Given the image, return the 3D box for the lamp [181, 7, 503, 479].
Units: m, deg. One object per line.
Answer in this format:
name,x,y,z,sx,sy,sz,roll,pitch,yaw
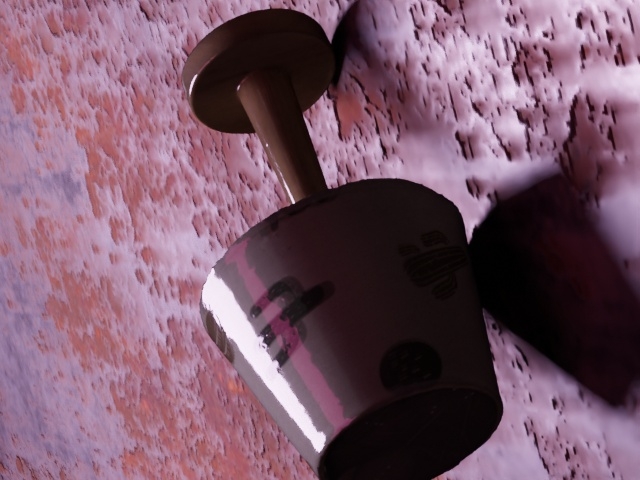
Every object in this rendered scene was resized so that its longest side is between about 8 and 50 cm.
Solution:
lamp,0.000,0.000,0.803,0.121,0.121,0.215,107,147,-52
